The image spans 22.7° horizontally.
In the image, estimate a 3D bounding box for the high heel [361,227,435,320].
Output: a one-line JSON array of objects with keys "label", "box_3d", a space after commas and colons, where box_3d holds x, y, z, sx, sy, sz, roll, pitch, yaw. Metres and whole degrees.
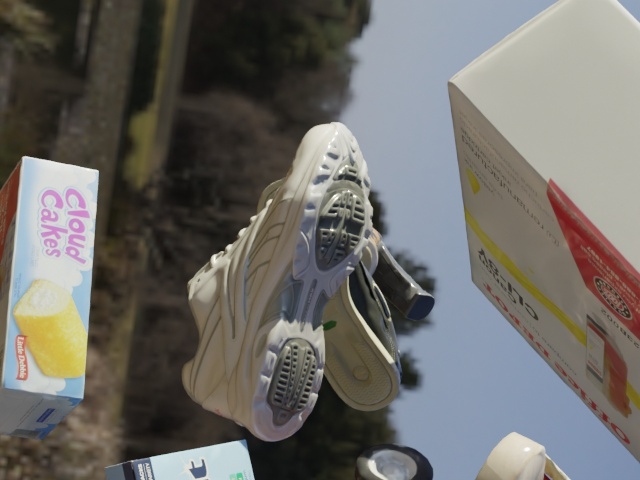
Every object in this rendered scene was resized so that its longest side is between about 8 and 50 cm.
[{"label": "high heel", "box_3d": [0.000, 0.000, 1.812, 0.093, 0.261, 0.186, -53, -132, 8]}]

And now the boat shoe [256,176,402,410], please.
[{"label": "boat shoe", "box_3d": [0.009, 0.043, 1.473, 0.233, 0.084, 0.079, 64, 24, -16]}]

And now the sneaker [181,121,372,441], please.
[{"label": "sneaker", "box_3d": [-0.042, 0.019, 1.135, 0.090, 0.115, 0.232, 36, 70, -53]}]

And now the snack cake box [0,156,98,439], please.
[{"label": "snack cake box", "box_3d": [-0.307, 0.063, 1.700, 0.152, 0.089, 0.264, 137, -42, -56]}]

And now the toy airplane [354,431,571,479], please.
[{"label": "toy airplane", "box_3d": [0.113, 0.328, 1.091, 0.386, 0.272, 0.384, 56, 47, -76]}]

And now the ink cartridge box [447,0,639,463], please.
[{"label": "ink cartridge box", "box_3d": [0.264, 0.006, 1.397, 0.279, 0.160, 0.384, 50, -10, 25]}]

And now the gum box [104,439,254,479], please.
[{"label": "gum box", "box_3d": [-0.127, 0.288, 1.594, 0.184, 0.041, 0.157, -1, 76, -57]}]
